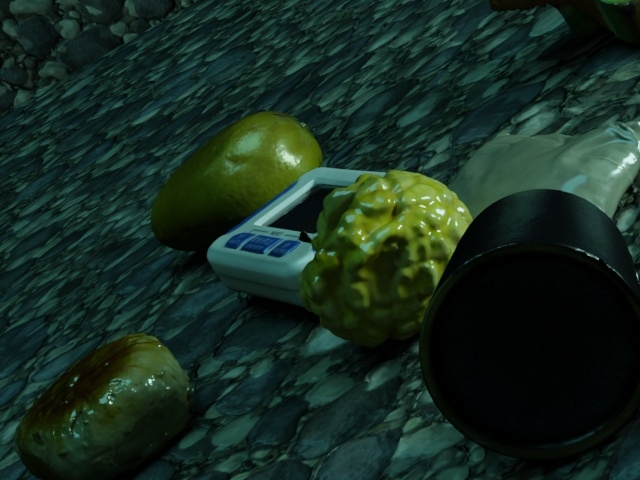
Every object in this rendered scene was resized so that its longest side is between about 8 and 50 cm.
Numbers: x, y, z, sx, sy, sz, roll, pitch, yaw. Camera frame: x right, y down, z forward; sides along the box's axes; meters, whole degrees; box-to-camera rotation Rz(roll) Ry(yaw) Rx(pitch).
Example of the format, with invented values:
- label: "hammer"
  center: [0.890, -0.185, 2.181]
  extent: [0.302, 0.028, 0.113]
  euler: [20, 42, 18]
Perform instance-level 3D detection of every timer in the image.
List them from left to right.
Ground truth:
- label: "timer"
  center: [0.000, 0.000, 2.076]
  extent: [0.178, 0.078, 0.253]
  euler: [-36, 17, -17]

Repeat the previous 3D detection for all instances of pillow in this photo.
- label: "pillow"
  center: [0.200, -0.049, 1.850]
  extent: [0.173, 0.067, 0.270]
  euler: [-47, 20, -23]

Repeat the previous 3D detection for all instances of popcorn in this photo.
- label: "popcorn"
  center: [0.058, 0.014, 1.807]
  extent: [0.180, 0.170, 0.180]
  euler: [-41, -27, -26]

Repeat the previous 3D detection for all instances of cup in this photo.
- label: "cup"
  center: [0.198, 0.065, 1.466]
  extent: [0.177, 0.239, 0.166]
  euler: [-66, -6, -71]

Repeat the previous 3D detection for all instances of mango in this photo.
- label: "mango"
  center: [-0.106, -0.062, 2.373]
  extent: [0.262, 0.130, 0.167]
  euler: [-24, 23, 49]

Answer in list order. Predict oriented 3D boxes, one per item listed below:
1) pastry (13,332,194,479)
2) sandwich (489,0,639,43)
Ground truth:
- label: "pastry"
  center: [-0.220, 0.172, 1.970]
  extent: [0.182, 0.093, 0.192]
  euler: [-40, 18, -12]
- label: "sandwich"
  center: [0.292, -0.306, 2.252]
  extent: [0.301, 0.162, 0.250]
  euler: [8, 48, 21]
